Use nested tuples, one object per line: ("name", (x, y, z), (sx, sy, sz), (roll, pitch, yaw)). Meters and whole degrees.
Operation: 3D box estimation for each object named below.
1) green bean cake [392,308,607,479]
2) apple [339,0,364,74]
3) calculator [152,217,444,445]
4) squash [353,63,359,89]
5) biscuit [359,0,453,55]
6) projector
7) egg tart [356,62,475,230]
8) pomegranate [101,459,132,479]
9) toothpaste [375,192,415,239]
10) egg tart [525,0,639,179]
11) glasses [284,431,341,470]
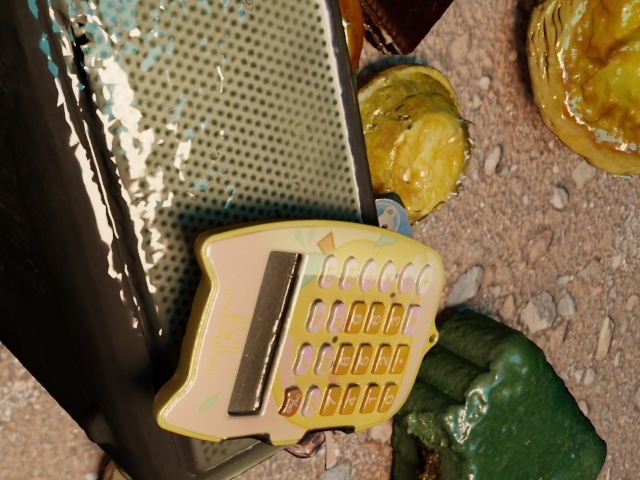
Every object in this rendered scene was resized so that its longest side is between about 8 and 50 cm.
("green bean cake", (0.188, 0.284, 1.306), (0.300, 0.169, 0.308), (-48, 126, -15))
("apple", (-0.052, -0.190, 0.970), (0.195, 0.160, 0.173), (-29, 97, 14))
("calculator", (-0.004, 0.060, 0.681), (0.236, 0.033, 0.157), (8, 101, -42))
("squash", (-0.035, -0.120, 1.068), (0.219, 0.077, 0.068), (-49, 168, -14))
("biscuit", (0.162, -0.380, 1.118), (0.388, 0.073, 0.107), (-53, 129, -10))
("projector", (-0.163, -0.073, 0.787), (0.242, 0.395, 0.405), (-25, 120, -26))
("egg tart", (0.098, -0.097, 1.164), (0.212, 0.090, 0.212), (-15, 118, -30))
("pomegranate", (-0.164, 0.220, 1.060), (0.138, 0.125, 0.163), (21, 94, -51))
("toothpaste", (0.000, 0.000, 1.102), (0.193, 0.044, 0.070), (-20, 119, 0))
("egg tart", (0.398, -0.242, 1.264), (0.341, 0.132, 0.341), (-3, 101, -14))
("glasses", (-0.014, 0.157, 1.167), (0.255, 0.095, 0.162), (40, 73, -40))
